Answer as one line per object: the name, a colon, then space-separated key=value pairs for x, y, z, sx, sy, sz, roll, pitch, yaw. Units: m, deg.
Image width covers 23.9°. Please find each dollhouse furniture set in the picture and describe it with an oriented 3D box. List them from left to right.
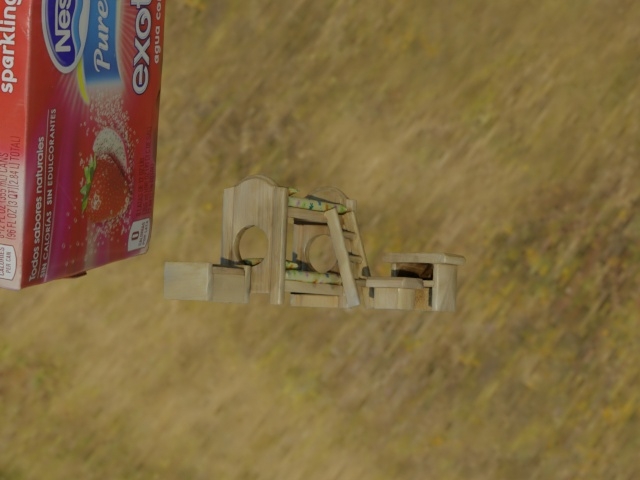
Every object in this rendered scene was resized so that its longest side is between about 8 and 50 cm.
dollhouse furniture set: x=0.000 y=0.000 z=1.160 sx=0.161 sy=0.101 sz=0.182 roll=0 pitch=176 yaw=32

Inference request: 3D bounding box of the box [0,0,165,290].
box: x=-0.156 y=-0.116 z=0.725 sx=0.128 sy=0.257 sz=0.122 roll=10 pitch=-168 yaw=23
